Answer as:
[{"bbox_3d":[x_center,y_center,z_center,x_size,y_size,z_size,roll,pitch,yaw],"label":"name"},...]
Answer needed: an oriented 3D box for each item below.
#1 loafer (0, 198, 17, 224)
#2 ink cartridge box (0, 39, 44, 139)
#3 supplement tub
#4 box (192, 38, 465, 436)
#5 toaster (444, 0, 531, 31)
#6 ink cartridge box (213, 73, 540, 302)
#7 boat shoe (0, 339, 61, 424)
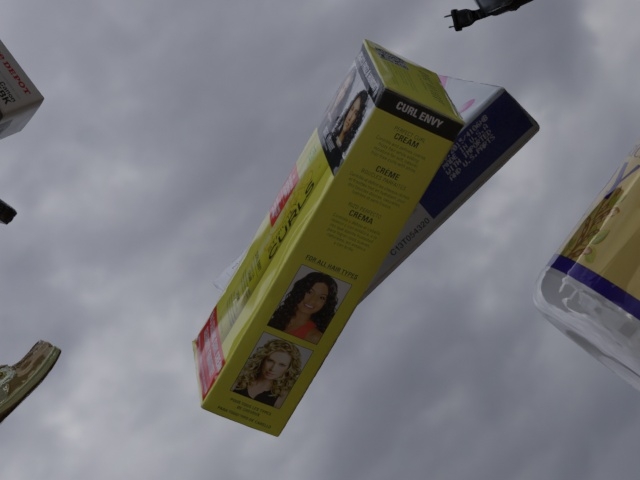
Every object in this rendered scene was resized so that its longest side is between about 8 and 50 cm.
[{"bbox_3d":[-0.432,-0.036,1.893,0.062,0.170,0.061,40,-109,-42],"label":"loafer"},{"bbox_3d":[-0.323,-0.126,1.346,0.135,0.099,0.056,-33,-7,-47],"label":"ink cartridge box"},{"bbox_3d":[0.374,-0.011,1.394,0.331,0.241,0.241,-54,-25,-1],"label":"supplement tub"},{"bbox_3d":[0.000,0.000,0.943,0.232,0.058,0.087,-60,20,21],"label":"box"},{"bbox_3d":[0.188,-0.290,1.339,0.146,0.227,0.129,66,-167,0],"label":"toaster"},{"bbox_3d":[0.035,-0.039,1.590,0.324,0.071,0.330,-44,17,-4],"label":"ink cartridge box"},{"bbox_3d":[-0.227,0.104,1.046,0.050,0.045,0.135,-43,3,45],"label":"boat shoe"}]
